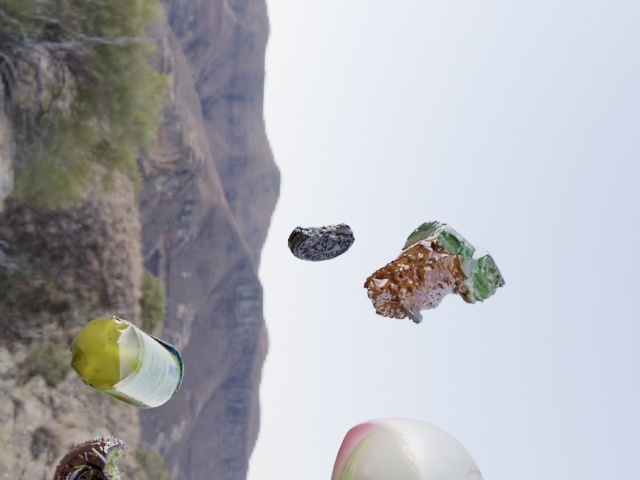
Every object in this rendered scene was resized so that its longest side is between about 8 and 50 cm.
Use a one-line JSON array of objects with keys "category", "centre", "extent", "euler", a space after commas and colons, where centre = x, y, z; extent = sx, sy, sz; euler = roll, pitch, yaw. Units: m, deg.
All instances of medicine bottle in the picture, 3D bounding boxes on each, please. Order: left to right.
[{"category": "medicine bottle", "centre": [-0.317, 0.202, 1.236], "extent": [0.239, 0.124, 0.124], "euler": [68, 16, -67]}]

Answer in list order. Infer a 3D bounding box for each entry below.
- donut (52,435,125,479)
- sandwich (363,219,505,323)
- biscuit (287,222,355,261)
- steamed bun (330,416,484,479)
[{"category": "donut", "centre": [-0.556, 0.595, 1.827], "extent": [0.096, 0.216, 0.230], "euler": [61, 15, -72]}, {"category": "sandwich", "centre": [0.135, 0.051, 0.977], "extent": [0.109, 0.160, 0.185], "euler": [53, -6, -4]}, {"category": "biscuit", "centre": [0.000, 0.000, 1.003], "extent": [0.089, 0.087, 0.027], "euler": [49, 20, -56]}, {"category": "steamed bun", "centre": [0.140, 0.462, 1.421], "extent": [0.309, 0.309, 0.310], "euler": [180, -90, -78]}]
